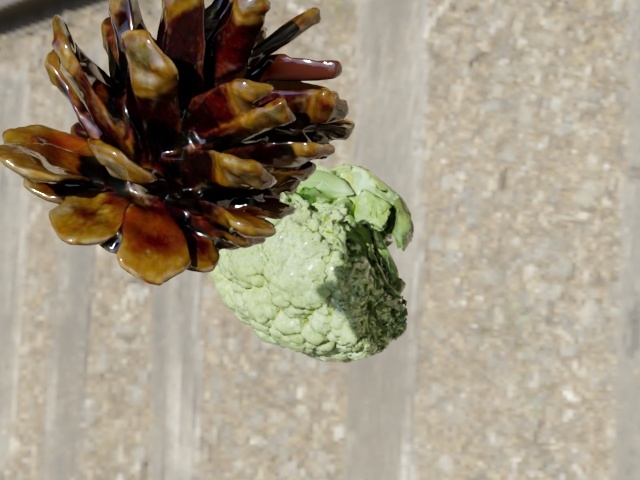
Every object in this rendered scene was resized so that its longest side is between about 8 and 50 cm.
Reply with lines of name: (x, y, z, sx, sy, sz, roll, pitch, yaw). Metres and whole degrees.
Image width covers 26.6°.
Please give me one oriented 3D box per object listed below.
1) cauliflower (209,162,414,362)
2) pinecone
cauliflower: (0.000, 0.000, 1.536, 0.272, 0.250, 0.275, 18, 135, 59)
pinecone: (-0.087, -0.087, 0.886, 0.201, 0.202, 0.229, -41, 15, 26)
